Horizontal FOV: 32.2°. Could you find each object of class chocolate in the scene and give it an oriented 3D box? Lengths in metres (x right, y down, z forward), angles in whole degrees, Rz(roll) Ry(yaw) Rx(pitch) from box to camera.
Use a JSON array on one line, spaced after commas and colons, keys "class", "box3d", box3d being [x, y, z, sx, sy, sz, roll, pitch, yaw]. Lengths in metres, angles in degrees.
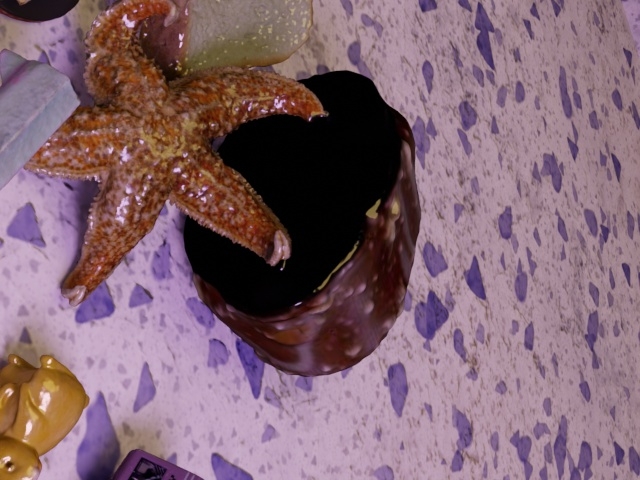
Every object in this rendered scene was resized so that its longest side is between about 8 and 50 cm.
[{"class": "chocolate", "box3d": [0.000, 0.000, 1.227, 0.210, 0.225, 0.340, 63, 35, -45]}]

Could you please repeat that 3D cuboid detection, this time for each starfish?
[{"class": "starfish", "box3d": [-0.148, -0.075, 1.038, 0.303, 0.113, 0.312, 39, 73, -10]}]

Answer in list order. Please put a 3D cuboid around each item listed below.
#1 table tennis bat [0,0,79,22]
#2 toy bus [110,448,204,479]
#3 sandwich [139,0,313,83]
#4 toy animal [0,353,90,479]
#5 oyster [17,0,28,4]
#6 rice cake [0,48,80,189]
[{"class": "table tennis bat", "box3d": [-0.263, -0.283, 1.078, 0.220, 0.019, 0.130, -34, 111, -53]}, {"class": "toy bus", "box3d": [-0.177, 0.280, 0.980, 0.098, 0.087, 0.178, 29, 46, -1]}, {"class": "sandwich", "box3d": [-0.105, -0.316, 1.173, 0.254, 0.099, 0.288, -28, 128, -49]}, {"class": "toy animal", "box3d": [-0.254, 0.179, 0.926, 0.083, 0.070, 0.159, 52, 47, -38]}, {"class": "oyster", "box3d": [-0.240, -0.287, 1.054, 0.121, 0.045, 0.146, 3, 74, -51]}, {"class": "rice cake", "box3d": [-0.303, -0.048, 0.878, 0.290, 0.081, 0.051, -54, 170, -32]}]
